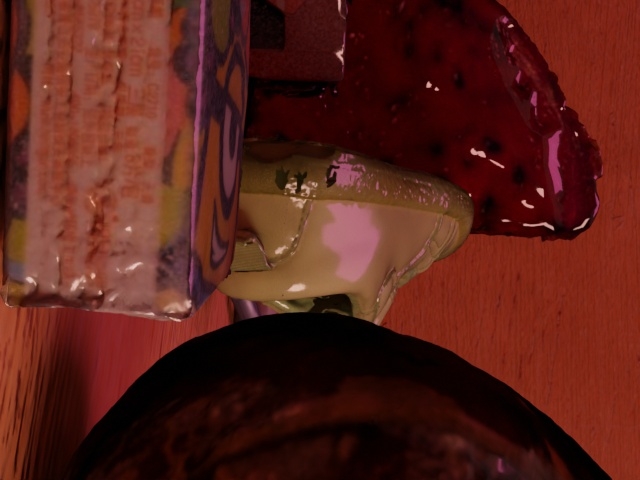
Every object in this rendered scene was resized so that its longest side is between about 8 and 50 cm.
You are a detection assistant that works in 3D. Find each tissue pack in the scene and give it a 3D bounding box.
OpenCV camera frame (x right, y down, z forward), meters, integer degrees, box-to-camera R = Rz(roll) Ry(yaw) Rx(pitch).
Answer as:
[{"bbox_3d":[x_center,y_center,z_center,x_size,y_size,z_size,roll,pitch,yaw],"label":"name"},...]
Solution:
[{"bbox_3d":[-0.054,-0.058,0.382,0.108,0.060,0.148,-76,170,-82],"label":"tissue pack"}]

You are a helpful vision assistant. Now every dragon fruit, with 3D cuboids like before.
[{"bbox_3d":[0.066,-0.066,1.063,0.240,0.330,0.302,-59,167,-29],"label":"dragon fruit"}]

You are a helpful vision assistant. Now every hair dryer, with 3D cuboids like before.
[{"bbox_3d":[-0.058,0.051,1.028,0.114,0.037,0.063,75,17,-63],"label":"hair dryer"}]

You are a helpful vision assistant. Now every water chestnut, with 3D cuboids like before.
[{"bbox_3d":[0.005,0.132,0.450,0.238,0.224,0.223,-9,104,-84],"label":"water chestnut"}]

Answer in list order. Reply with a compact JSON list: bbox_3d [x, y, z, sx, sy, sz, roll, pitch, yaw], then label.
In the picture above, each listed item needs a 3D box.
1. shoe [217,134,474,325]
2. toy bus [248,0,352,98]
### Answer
[{"bbox_3d":[0.001,-0.007,0.874,0.262,0.140,0.128,21,90,-64],"label":"shoe"},{"bbox_3d":[-0.021,-0.175,0.514,0.073,0.096,0.234,-83,177,-63],"label":"toy bus"}]
